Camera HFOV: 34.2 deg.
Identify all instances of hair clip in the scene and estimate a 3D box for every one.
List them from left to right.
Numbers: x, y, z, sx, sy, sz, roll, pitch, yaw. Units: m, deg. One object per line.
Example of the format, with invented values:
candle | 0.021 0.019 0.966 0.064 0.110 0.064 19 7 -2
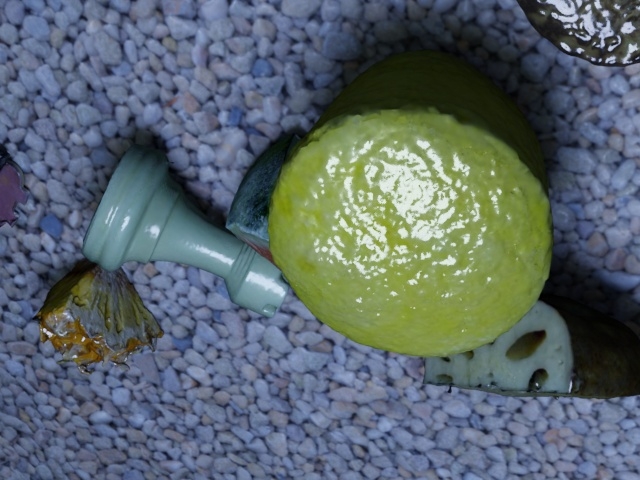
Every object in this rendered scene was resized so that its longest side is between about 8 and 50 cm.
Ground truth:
hair clip | -0.538 -0.097 1.675 0.146 0.056 0.187 33 132 -3

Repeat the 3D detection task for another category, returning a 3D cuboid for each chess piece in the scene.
chess piece | -0.182 0.001 1.539 0.299 0.194 0.194 26 124 -7

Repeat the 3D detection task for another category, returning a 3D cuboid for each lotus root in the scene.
lotus root | 0.325 0.146 1.419 0.267 0.260 0.149 -5 79 53

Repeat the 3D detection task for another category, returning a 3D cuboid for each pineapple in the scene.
pineapple | -0.360 0.117 1.677 0.115 0.186 0.236 -15 155 20

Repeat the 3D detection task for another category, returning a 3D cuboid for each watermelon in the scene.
watermelon | 0.000 0.000 1.478 0.257 0.192 0.140 36 139 -22

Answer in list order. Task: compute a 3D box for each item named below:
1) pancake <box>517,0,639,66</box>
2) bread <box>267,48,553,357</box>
pancake | 0.355 -0.354 1.238 0.288 0.033 0.286 39 121 -6
bread | 0.126 -0.053 1.318 0.348 0.307 0.348 6 120 11
